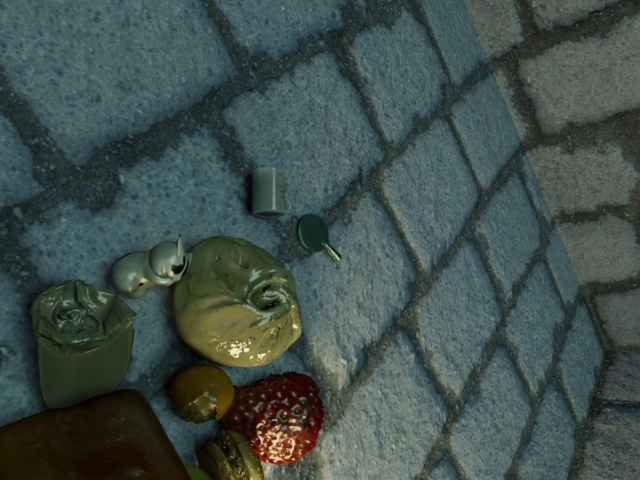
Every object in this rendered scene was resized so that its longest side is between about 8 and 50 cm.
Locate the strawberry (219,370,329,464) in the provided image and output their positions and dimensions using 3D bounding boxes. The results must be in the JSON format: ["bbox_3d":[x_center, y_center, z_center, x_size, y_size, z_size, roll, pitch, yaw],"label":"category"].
[{"bbox_3d":[-0.104,0.461,1.390,0.253,0.150,0.280,-48,115,-18],"label":"strawberry"}]

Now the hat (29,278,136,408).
[{"bbox_3d":[-0.528,0.220,1.127,0.214,0.149,0.245,-3,120,-51],"label":"hat"}]

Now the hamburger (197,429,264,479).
[{"bbox_3d":[-0.216,0.548,1.273,0.118,0.181,0.191,-26,103,-38],"label":"hamburger"}]

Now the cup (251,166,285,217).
[{"bbox_3d":[-0.139,-0.137,1.546,0.136,0.099,0.133,9,75,-42],"label":"cup"}]

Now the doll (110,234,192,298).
[{"bbox_3d":[-0.391,0.066,1.217,0.110,0.180,0.107,80,-7,-67],"label":"doll"}]

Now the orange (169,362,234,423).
[{"bbox_3d":[-0.287,0.375,1.270,0.156,0.134,0.157,-2,97,-14],"label":"orange"}]

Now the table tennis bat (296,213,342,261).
[{"bbox_3d":[0.000,0.000,1.701,0.201,0.033,0.124,45,56,-25],"label":"table tennis bat"}]

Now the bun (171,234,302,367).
[{"bbox_3d":[-0.206,0.157,1.337,0.326,0.234,0.362,-39,102,-36],"label":"bun"}]

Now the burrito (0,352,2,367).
[{"bbox_3d":[-0.673,0.296,0.943,0.139,0.101,0.446,25,65,-34],"label":"burrito"}]

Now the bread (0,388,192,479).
[{"bbox_3d":[-0.437,0.471,0.991,0.323,0.143,0.333,-8,43,-45],"label":"bread"}]

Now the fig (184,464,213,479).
[{"bbox_3d":[-0.300,0.663,1.142,0.258,0.258,0.326,10,57,-42],"label":"fig"}]

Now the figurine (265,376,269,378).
[{"bbox_3d":[-0.117,0.422,1.498,0.106,0.047,0.060,39,15,-25],"label":"figurine"}]
